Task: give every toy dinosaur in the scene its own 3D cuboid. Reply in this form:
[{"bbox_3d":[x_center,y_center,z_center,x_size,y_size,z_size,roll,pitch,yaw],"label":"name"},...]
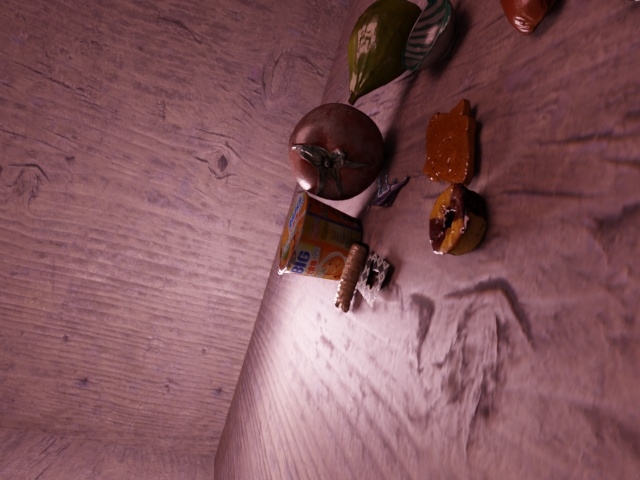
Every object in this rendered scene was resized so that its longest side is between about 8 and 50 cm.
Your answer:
[{"bbox_3d":[0.188,-0.140,1.186,0.197,0.045,0.080,-40,37,49],"label":"toy dinosaur"}]

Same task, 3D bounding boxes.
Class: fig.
[{"bbox_3d":[0.172,-0.603,1.287,0.314,0.233,0.233,-32,16,-3],"label":"fig"}]

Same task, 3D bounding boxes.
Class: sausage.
[{"bbox_3d":[0.382,-0.508,0.794,0.089,0.083,0.300,-47,30,51],"label":"sausage"}]

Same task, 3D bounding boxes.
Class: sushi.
[{"bbox_3d":[0.149,0.102,1.099,0.120,0.026,0.126,-67,19,12],"label":"sushi"}]

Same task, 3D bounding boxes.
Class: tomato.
[{"bbox_3d":[0.052,-0.286,1.347,0.282,0.317,0.316,-65,0,-60],"label":"tomato"}]

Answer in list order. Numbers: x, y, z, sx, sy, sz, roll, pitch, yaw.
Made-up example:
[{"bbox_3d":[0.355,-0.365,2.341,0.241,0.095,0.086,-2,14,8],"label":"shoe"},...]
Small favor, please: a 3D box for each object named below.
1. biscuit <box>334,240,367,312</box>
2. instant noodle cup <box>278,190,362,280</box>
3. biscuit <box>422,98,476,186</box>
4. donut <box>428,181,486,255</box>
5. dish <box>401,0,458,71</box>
[{"bbox_3d":[0.092,0.108,1.246,0.061,0.055,0.219,15,88,65],"label":"biscuit"},{"bbox_3d":[0.000,0.000,1.395,0.296,0.214,0.296,-164,90,-76],"label":"instant noodle cup"},{"bbox_3d":[0.285,-0.205,0.900,0.280,0.043,0.183,-97,24,-49],"label":"biscuit"},{"bbox_3d":[0.257,-0.035,0.772,0.140,0.059,0.140,-164,90,-75],"label":"donut"},{"bbox_3d":[0.313,-0.564,1.120,0.224,0.078,0.246,179,106,-72],"label":"dish"}]
